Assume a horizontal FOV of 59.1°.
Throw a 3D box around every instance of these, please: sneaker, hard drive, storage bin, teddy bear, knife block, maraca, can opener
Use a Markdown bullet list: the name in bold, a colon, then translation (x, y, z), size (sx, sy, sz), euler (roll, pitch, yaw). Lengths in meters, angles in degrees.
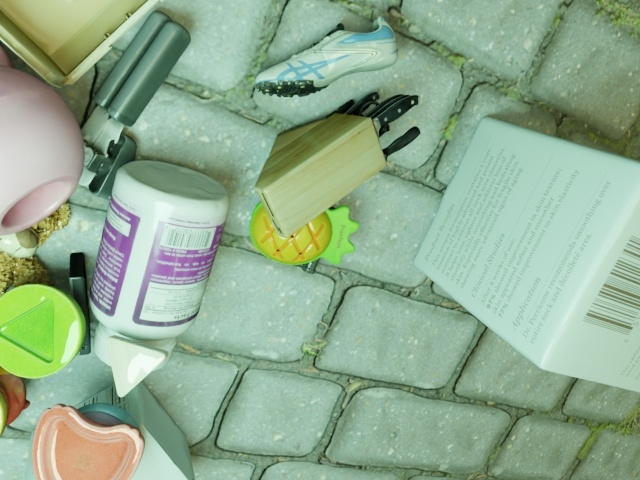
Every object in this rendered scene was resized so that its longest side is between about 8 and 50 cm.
- **sneaker**: translation (0.006, -0.287, 0.890), size (0.237, 0.085, 0.086), euler (-20, 92, -9)
- **hard drive**: translation (-0.377, 0.098, 0.887), size (0.022, 0.094, 0.135), euler (-4, 113, -21)
- **storage bin**: translation (-0.322, -0.369, 0.689), size (0.262, 0.123, 0.260), euler (-43, 120, 0)
- **teddy bear**: translation (-0.508, 0.053, 0.807), size (0.338, 0.113, 0.245), euler (-32, 122, -6)
- **knife block**: translation (0.044, -0.136, 0.877), size (0.242, 0.275, 0.088), euler (-14, 121, 18)
- **maraca**: translation (-0.028, -0.017, 0.964), size (0.186, 0.099, 0.127), euler (8, 109, -5)
- **can opener**: translation (-0.282, -0.196, 0.822), size (0.280, 0.074, 0.093), euler (-56, 154, 9)

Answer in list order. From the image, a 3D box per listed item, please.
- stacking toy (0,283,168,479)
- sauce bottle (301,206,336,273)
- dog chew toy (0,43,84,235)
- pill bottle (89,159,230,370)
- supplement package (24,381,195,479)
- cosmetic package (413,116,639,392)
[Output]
- **stacking toy**: translation (-0.380, 0.219, 0.841), size (0.309, 0.130, 0.279), euler (28, 89, -2)
- **sauce bottle**: translation (0.000, 0.000, 1.026), size (0.042, 0.042, 0.128), euler (13, 105, -26)
- **dog chew toy**: translation (-0.441, -0.166, 0.666), size (0.207, 0.206, 0.332), euler (-41, 90, -1)
- **pill bottle**: translation (-0.256, 0.044, 0.868), size (0.169, 0.169, 0.301), euler (11, 111, -26)
- **supplement package**: translation (-0.360, 0.385, 0.987), size (0.203, 0.149, 0.194), euler (-29, 120, -8)
- **cosmetic package**: translation (0.444, 0.014, 1.008), size (0.328, 0.393, 0.329), euler (16, 105, -27)
